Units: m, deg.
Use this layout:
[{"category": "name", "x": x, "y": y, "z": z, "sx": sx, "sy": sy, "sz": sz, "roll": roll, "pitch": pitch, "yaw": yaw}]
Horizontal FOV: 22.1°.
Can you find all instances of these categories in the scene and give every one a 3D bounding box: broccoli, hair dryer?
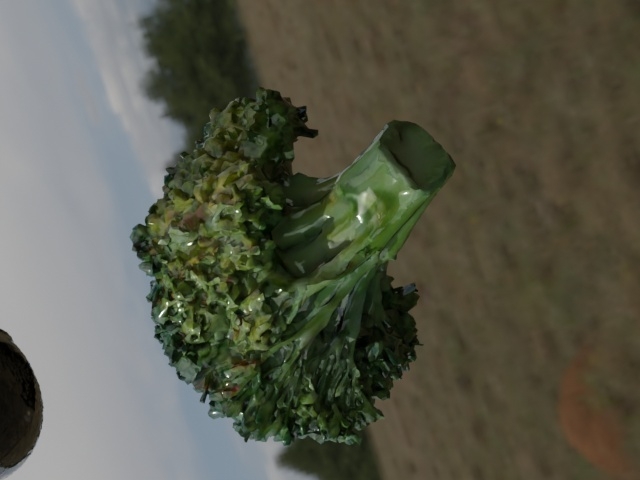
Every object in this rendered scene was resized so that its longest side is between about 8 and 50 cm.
[{"category": "broccoli", "x": 0.000, "y": 0.000, "z": 0.943, "sx": 0.219, "sy": 0.194, "sz": 0.194, "roll": 63, "pitch": 176, "yaw": 22}, {"category": "hair dryer", "x": -0.223, "y": 0.023, "z": 0.705, "sx": 0.219, "sy": 0.075, "sz": 0.195, "roll": 31, "pitch": 165, "yaw": 14}]
